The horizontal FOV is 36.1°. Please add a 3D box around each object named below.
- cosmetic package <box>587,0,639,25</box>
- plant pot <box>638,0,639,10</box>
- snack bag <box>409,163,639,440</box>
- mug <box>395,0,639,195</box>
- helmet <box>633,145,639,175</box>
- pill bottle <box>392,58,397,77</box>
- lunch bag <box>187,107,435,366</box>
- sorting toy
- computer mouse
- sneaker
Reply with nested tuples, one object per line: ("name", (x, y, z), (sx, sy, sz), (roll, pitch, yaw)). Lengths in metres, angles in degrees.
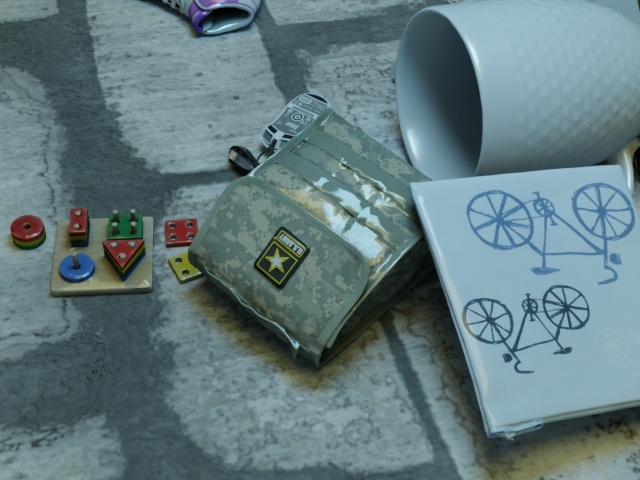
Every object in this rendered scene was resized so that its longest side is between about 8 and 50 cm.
("cosmetic package", (0.382, -0.427, 1.622), (0.224, 0.224, 0.138), (-21, 24, -7))
("plant pot", (0.512, -0.544, 1.788), (0.254, 0.276, 0.276), (28, 51, 6))
("snack bag", (0.297, 0.062, 1.215), (0.323, 0.037, 0.342), (-6, 65, -20))
("mug", (0.326, -0.174, 1.430), (0.328, 0.276, 0.373), (-11, 79, -18))
("helmet", (0.564, -0.162, 1.477), (0.169, 0.169, 0.161), (27, 68, 20))
("pill bottle", (0.180, -0.302, 1.644), (0.120, 0.067, 0.067), (-29, 55, -27))
("lunch bag", (0.000, 0.000, 1.287), (0.235, 0.169, 0.287), (37, 61, 20))
("sorting toy", (-0.287, 0.009, 1.339), (0.275, 0.046, 0.132), (-2, 48, -6))
("computer mouse", (-0.051, -0.156, 1.514), (0.106, 0.042, 0.193), (29, 57, 27))
("sneaker", (-0.245, -0.440, 1.725), (0.282, 0.102, 0.161), (6, 50, 2))
